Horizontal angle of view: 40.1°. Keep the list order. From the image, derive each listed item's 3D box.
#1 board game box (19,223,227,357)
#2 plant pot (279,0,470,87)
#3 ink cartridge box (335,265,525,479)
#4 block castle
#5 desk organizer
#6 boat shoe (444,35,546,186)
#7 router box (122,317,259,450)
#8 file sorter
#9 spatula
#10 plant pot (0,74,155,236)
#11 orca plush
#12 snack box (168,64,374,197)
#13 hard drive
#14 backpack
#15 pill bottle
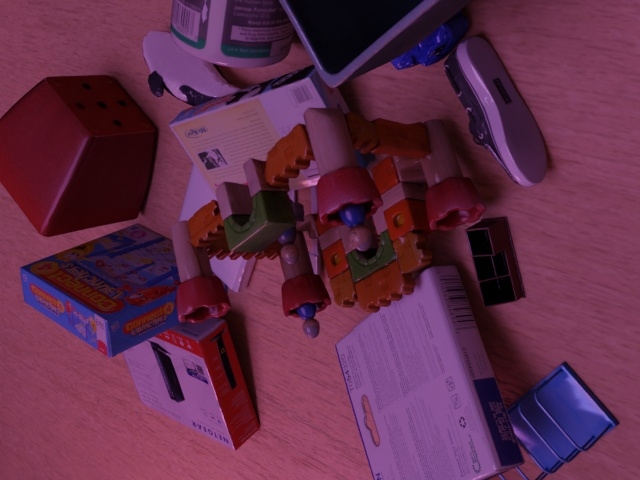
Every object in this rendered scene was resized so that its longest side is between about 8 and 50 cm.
[{"bbox_3d":[-0.409,0.092,1.831,0.308,0.302,0.086,23,123,36],"label":"board game box"},{"bbox_3d":[0.104,-0.369,1.066,0.247,0.252,0.248,-33,84,46],"label":"plant pot"},{"bbox_3d":[0.163,0.254,1.435,0.330,0.071,0.324,-47,53,53],"label":"ink cartridge box"},{"bbox_3d":[0.000,0.000,1.340,0.453,0.303,0.212,-34,64,43],"label":"block castle"},{"bbox_3d":[0.264,0.034,1.326,0.047,0.050,0.130,-5,105,46],"label":"desk organizer"},{"bbox_3d":[0.239,-0.173,1.239,0.076,0.080,0.228,-33,83,53],"label":"boat shoe"},{"bbox_3d":[-0.307,0.276,1.937,0.335,0.082,0.301,14,129,41],"label":"router box"},{"bbox_3d":[0.336,0.292,1.335,0.118,0.104,0.170,51,136,16],"label":"file sorter"},{"bbox_3d":[-0.004,-0.019,1.594,0.168,0.019,0.242,19,117,39],"label":"spatula"},{"bbox_3d":[-0.505,-0.201,1.843,0.267,0.267,0.235,48,122,17],"label":"plant pot"},{"bbox_3d":[-0.214,-0.302,1.645,0.287,0.102,0.151,20,77,26],"label":"orca plush"},{"bbox_3d":[-0.089,-0.170,1.493,0.322,0.060,0.187,-11,122,36],"label":"snack box"},{"bbox_3d":[-0.184,-0.071,1.728,0.203,0.040,0.307,42,133,23],"label":"hard drive"},{"bbox_3d":[0.142,-0.298,1.259,0.101,0.098,0.120,54,135,9],"label":"backpack"},{"bbox_3d":[-0.116,-0.469,1.356,0.204,0.204,0.361,35,129,29],"label":"pill bottle"}]
